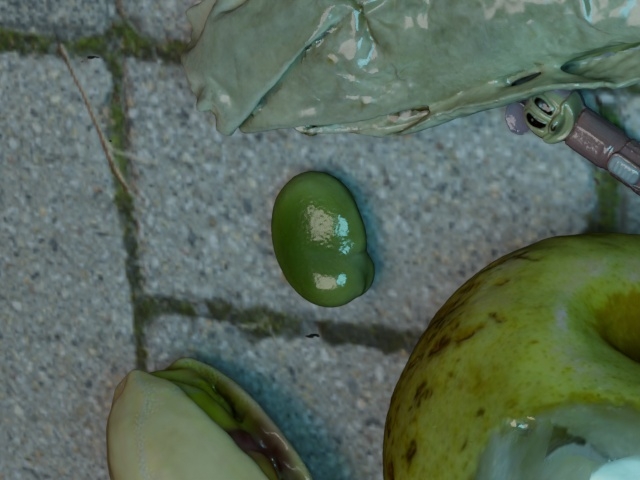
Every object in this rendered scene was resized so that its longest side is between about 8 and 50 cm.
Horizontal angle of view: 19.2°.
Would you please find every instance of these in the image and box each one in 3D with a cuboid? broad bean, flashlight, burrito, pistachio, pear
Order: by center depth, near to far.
[{"bbox_3d":[0.155,0.133,0.965,0.271,0.271,0.271,11,111,30],"label":"pear"},{"bbox_3d":[0.086,-0.124,1.004,0.392,0.076,0.117,-12,86,33],"label":"burrito"},{"bbox_3d":[0.149,-0.053,1.019,0.110,0.031,0.052,37,121,18],"label":"flashlight"},{"bbox_3d":[0.000,0.000,1.127,0.063,0.045,0.083,-25,83,35],"label":"broad bean"},{"bbox_3d":[-0.070,0.173,1.182,0.200,0.117,0.145,51,130,10],"label":"pistachio"}]
